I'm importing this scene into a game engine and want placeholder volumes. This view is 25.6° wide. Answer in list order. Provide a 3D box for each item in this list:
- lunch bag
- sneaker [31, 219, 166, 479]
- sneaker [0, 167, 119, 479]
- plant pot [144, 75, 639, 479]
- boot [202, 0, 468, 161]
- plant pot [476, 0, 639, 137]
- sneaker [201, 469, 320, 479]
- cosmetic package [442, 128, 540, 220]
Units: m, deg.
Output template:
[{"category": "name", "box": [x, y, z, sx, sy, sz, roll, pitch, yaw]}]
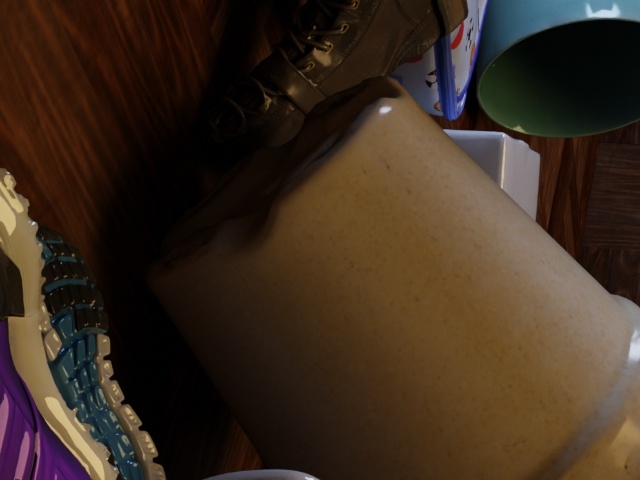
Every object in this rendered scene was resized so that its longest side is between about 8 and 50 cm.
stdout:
[{"category": "lunch bag", "box": [0.132, -0.296, 1.550, 0.243, 0.115, 0.303, 73, 28, -55]}, {"category": "sneaker", "box": [-0.159, 0.083, 0.803, 0.071, 0.083, 0.190, -11, 82, -64]}, {"category": "sneaker", "box": [-0.189, 0.107, 0.680, 0.146, 0.102, 0.293, -55, 143, -46]}, {"category": "plant pot", "box": [0.053, 0.066, 1.001, 0.305, 0.334, 0.334, 51, 32, -13]}, {"category": "boot", "box": [-0.003, -0.155, 1.074, 0.229, 0.091, 0.263, -46, 143, -4]}, {"category": "plant pot", "box": [0.354, -0.319, 1.991, 0.293, 0.293, 0.235, 63, 21, -60]}, {"category": "sneaker", "box": [-0.086, 0.214, 0.801, 0.079, 0.217, 0.121, 51, 30, -31]}, {"category": "cosmetic package", "box": [0.136, 0.109, 1.590, 0.230, 0.161, 0.453, 7, 89, -72]}]
